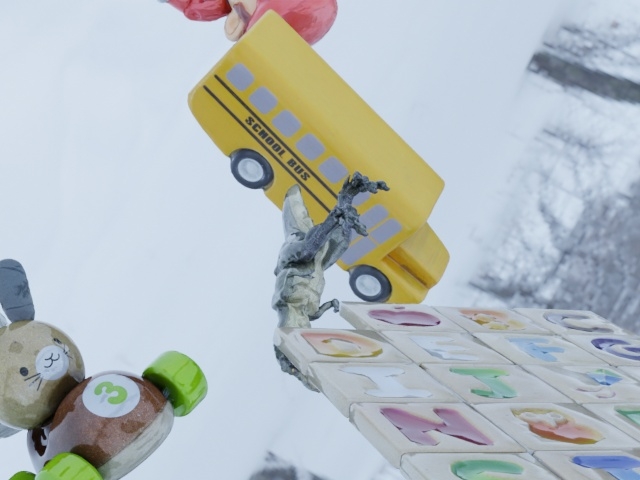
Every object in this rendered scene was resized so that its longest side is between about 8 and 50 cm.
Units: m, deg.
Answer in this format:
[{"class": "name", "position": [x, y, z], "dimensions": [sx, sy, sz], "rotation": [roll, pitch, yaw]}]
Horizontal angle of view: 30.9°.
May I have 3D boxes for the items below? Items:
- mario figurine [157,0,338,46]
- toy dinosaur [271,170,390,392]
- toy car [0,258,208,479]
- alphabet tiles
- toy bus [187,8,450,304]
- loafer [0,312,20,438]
[{"class": "mario figurine", "position": [-0.097, -0.334, 1.367], "dimensions": [0.198, 0.320, 0.170], "rotation": [-56, 140, 3]}, {"class": "toy dinosaur", "position": [0.000, 0.000, 0.977], "dimensions": [0.118, 0.064, 0.268], "rotation": [-46, -154, 30]}, {"class": "toy car", "position": [-0.215, 0.108, 0.907], "dimensions": [0.149, 0.188, 0.155], "rotation": [-29, -167, 47]}, {"class": "alphabet tiles", "position": [0.144, 0.079, 0.544], "dimensions": [0.342, 0.285, 0.011], "rotation": [-147, -118, -68]}, {"class": "toy bus", "position": [0.015, -0.077, 1.233], "dimensions": [0.130, 0.333, 0.108], "rotation": [-38, -167, 39]}, {"class": "loafer", "position": [-0.354, 0.047, 1.036], "dimensions": [0.111, 0.319, 0.112], "rotation": [-24, -161, -15]}]
